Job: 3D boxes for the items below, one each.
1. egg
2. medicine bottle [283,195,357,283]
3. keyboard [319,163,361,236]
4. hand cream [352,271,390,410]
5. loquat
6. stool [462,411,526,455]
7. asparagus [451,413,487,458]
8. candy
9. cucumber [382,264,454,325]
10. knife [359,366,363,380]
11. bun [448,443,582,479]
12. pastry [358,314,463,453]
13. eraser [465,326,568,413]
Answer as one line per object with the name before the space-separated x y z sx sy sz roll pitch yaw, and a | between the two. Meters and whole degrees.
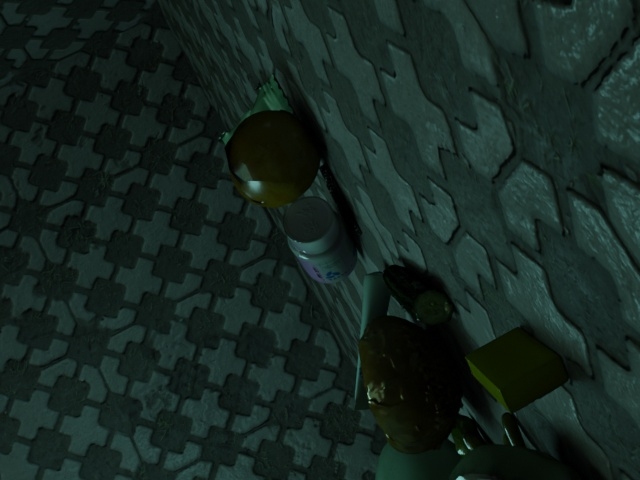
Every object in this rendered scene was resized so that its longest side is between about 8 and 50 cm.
egg | 0.285 0.653 2.070 0.389 0.276 0.276 60 172 19
medicine bottle | 0.000 0.000 2.104 0.152 0.152 0.254 59 179 27
keyboard | 0.048 -0.098 2.054 0.195 0.018 0.060 63 170 -3
hand cream | 0.114 0.231 1.938 0.109 0.067 0.320 21 -103 -65
loquat | -0.112 -0.197 1.993 0.235 0.235 0.235 61 172 14
stool | 0.329 0.396 1.523 0.135 0.134 0.110 -56 42 28
asparagus | 0.360 0.494 1.770 0.085 0.082 0.343 63 175 -35
candy | -0.125 -0.261 2.267 0.263 0.172 0.398 52 152 2
cucumber | 0.183 0.104 1.659 0.077 0.077 0.265 65 174 -15
knife | 0.153 0.269 1.953 0.296 0.026 0.044 -16 -81 -61
bun | 0.348 0.449 1.343 0.293 0.187 0.293 35 136 43
pastry | 0.197 0.293 1.750 0.284 0.184 0.315 -96 -14 -46
eraser | 0.276 0.181 1.189 0.045 0.097 0.122 63 173 -20
